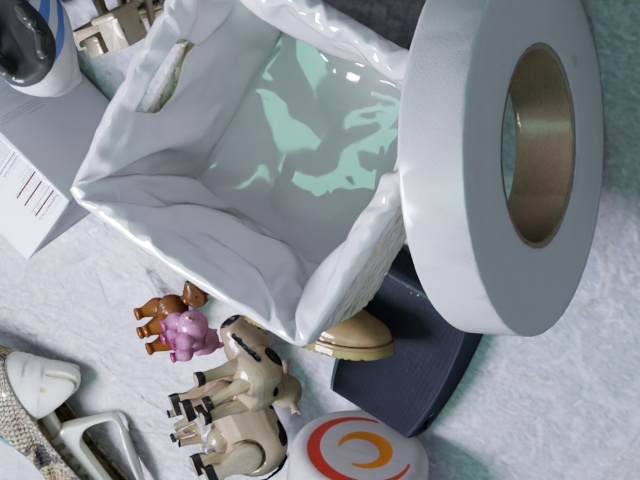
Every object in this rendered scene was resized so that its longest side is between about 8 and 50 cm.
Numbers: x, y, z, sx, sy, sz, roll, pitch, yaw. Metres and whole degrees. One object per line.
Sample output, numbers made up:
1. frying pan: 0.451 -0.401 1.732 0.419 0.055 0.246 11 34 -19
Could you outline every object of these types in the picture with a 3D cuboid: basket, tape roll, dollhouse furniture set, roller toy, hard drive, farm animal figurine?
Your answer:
1. basket: -0.031 -0.107 1.450 0.331 0.266 0.328 33 103 14
2. tape roll: 0.194 -0.097 1.310 0.072 0.392 0.392 2 117 30
3. dollhouse furniture set: -0.285 -0.293 1.627 0.182 0.161 0.101 -11 111 34
4. roller toy: 0.050 0.342 1.780 0.191 0.209 0.146 -128 35 -49
5. hard drive: 0.109 0.142 1.714 0.172 0.054 0.254 32 129 12
6. farm animal figurine: -0.115 0.200 1.787 0.330 0.172 0.326 38 144 58

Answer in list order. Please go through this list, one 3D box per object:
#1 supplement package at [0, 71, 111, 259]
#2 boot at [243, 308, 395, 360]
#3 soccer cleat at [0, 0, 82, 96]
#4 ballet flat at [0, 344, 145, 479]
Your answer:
1. supplement package: -0.385 -0.124 1.764 0.203 0.194 0.149 45 131 1
2. boot: 0.000 0.000 1.636 0.236 0.089 0.269 16 110 27
3. soccer cleat: -0.397 -0.322 1.616 0.116 0.143 0.331 -25 79 10
4. ballet flat: -0.410 0.309 2.081 0.182 0.164 0.482 -31 105 18
